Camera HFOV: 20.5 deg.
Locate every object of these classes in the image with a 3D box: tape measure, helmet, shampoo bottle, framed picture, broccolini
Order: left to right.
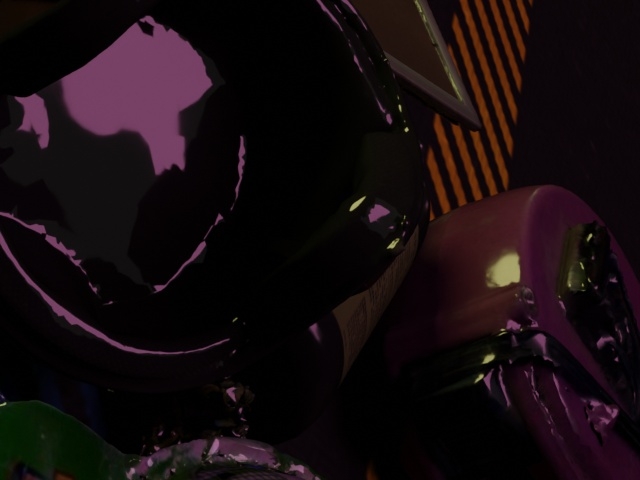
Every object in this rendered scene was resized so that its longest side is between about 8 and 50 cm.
[{"bbox_3d":[-0.081,0.157,0.778,0.057,0.071,0.254,29,54,-24],"label":"broccolini"},{"bbox_3d":[-0.068,-0.040,0.755,0.189,0.193,0.216,44,71,-19],"label":"helmet"},{"bbox_3d":[-0.014,-0.201,1.128,0.293,0.018,0.231,27,35,-50],"label":"framed picture"},{"bbox_3d":[0.000,0.000,0.968,0.101,0.101,0.284,59,30,-14],"label":"shampoo bottle"},{"bbox_3d":[0.138,0.091,1.087,0.245,0.149,0.232,54,32,-26],"label":"tape measure"}]

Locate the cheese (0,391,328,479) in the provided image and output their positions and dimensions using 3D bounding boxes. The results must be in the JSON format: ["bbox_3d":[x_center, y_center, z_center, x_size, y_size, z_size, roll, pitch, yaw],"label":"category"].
[{"bbox_3d":[-0.050,0.151,0.698,0.320,0.083,0.204,38,41,-26],"label":"cheese"}]
